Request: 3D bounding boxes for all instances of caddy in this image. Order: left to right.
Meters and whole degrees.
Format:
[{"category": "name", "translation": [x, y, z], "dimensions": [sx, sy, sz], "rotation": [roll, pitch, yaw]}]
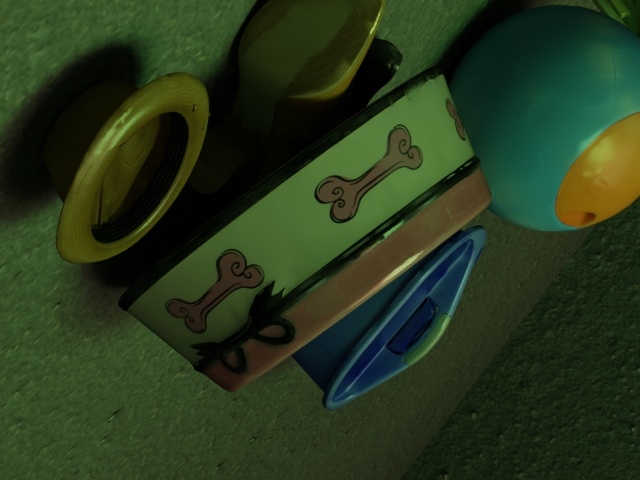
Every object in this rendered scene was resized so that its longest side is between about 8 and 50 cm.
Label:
[{"category": "caddy", "translation": [0.097, 0.090, 2.340], "dimensions": [0.341, 0.179, 0.241], "rotation": [-50, 164, 7]}]

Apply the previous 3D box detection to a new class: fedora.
[{"category": "fedora", "translation": [-0.176, -0.072, 1.380], "dimensions": [0.194, 0.079, 0.194], "rotation": [-45, 159, -23]}]

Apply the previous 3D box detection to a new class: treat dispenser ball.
[{"category": "treat dispenser ball", "translation": [0.299, -0.155, 2.086], "dimensions": [0.288, 0.288, 0.288], "rotation": [-44, 164, -16]}]

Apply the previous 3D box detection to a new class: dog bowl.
[{"category": "dog bowl", "translation": [0.000, 0.000, 1.684], "dimensions": [0.408, 0.150, 0.408], "rotation": [-36, 180, 0]}]

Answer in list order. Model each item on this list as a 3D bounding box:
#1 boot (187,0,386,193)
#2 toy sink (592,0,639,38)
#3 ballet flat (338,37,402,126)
[{"category": "boot", "translation": [-0.007, -0.168, 1.602], "dimensions": [0.295, 0.104, 0.211], "rotation": [-50, 171, 27]}, {"category": "toy sink", "translation": [0.444, -0.354, 2.211], "dimensions": [0.131, 0.152, 0.234], "rotation": [-28, 162, -9]}, {"category": "ballet flat", "translation": [0.027, -0.157, 1.825], "dimensions": [0.173, 0.049, 0.057], "rotation": [-52, -162, 27]}]
